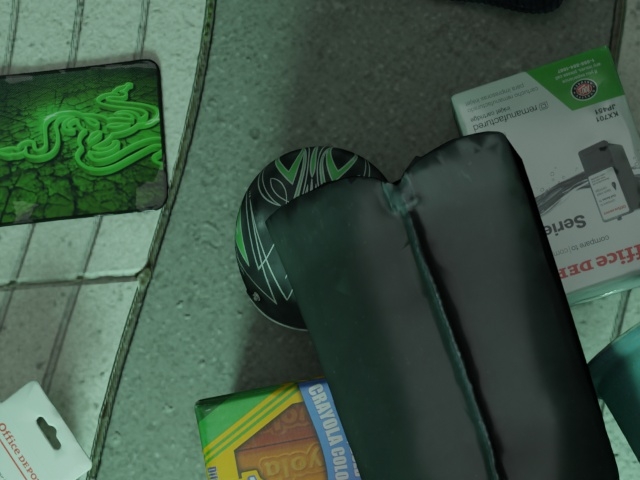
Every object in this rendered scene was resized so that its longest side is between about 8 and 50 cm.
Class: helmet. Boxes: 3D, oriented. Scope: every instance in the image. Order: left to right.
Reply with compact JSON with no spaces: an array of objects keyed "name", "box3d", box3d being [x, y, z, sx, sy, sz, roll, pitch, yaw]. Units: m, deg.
[{"name":"helmet","box3d":[0.000,0.000,1.336,0.169,0.161,0.169,-1,81,7]}]

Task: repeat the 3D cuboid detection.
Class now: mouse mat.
[{"name":"mouse mat","box3d":[-0.245,-0.095,1.461,0.189,0.007,0.153,-6,80,5]}]

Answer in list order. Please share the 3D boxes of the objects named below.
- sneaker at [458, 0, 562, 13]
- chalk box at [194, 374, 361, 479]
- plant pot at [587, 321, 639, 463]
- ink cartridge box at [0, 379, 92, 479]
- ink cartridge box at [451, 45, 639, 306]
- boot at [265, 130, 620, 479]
[{"name":"sneaker","box3d":[0.146,-0.273,1.420,0.209,0.069,0.082,15,50,18]},{"name":"chalk box","box3d":[0.059,0.200,1.289,0.289,0.179,0.180,-13,81,5]},{"name":"plant pot","box3d":[0.419,0.192,1.139,0.341,0.341,0.334,-21,70,3]},{"name":"ink cartridge box","box3d":[-0.301,0.221,1.389,0.181,0.061,0.104,-36,79,1]},{"name":"ink cartridge box","box3d":[0.220,-0.049,1.355,0.153,0.087,0.208,-18,80,4]},{"name":"boot","box3d":[0.041,0.175,1.130,0.367,0.146,0.445,-16,84,-3]}]
